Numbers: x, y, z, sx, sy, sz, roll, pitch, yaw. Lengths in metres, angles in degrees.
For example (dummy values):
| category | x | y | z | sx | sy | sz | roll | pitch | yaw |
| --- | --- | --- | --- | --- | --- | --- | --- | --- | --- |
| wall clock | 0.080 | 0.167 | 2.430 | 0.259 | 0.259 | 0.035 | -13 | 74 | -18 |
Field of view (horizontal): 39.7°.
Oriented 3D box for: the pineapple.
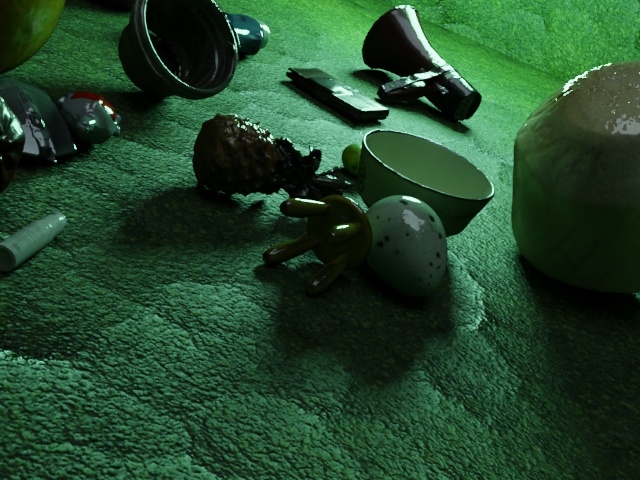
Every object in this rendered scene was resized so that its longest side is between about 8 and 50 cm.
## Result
| category | x | y | z | sx | sy | sz | roll | pitch | yaw |
| --- | --- | --- | --- | --- | --- | --- | --- | --- | --- |
| pineapple | -0.073 | -0.115 | 1.399 | 0.248 | 0.128 | 0.128 | 15 | 25 | -25 |

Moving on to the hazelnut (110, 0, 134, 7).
| category | x | y | z | sx | sy | sz | roll | pitch | yaw |
| --- | --- | --- | --- | --- | --- | --- | --- | --- | --- |
| hazelnut | -0.447 | -0.635 | 2.080 | 0.214 | 0.176 | 0.214 | 19 | -4 | 1 |

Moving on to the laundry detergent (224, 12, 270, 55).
| category | x | y | z | sx | sy | sz | roll | pitch | yaw |
| --- | --- | --- | --- | --- | --- | --- | --- | --- | --- |
| laundry detergent | -0.217 | -0.483 | 2.046 | 0.143 | 0.094 | 0.290 | 32 | 27 | 30 |

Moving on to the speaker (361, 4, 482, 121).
| category | x | y | z | sx | sy | sz | roll | pitch | yaw |
| --- | --- | --- | --- | --- | --- | --- | --- | --- | --- |
| speaker | 0.242 | -0.447 | 2.258 | 0.259 | 0.198 | 0.329 | 14 | 31 | -48 |

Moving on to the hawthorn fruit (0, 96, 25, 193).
| category | x | y | z | sx | sy | sz | roll | pitch | yaw |
| --- | --- | --- | --- | --- | --- | --- | --- | --- | --- |
| hawthorn fruit | -0.464 | -0.130 | 1.074 | 0.194 | 0.157 | 0.157 | 21 | 24 | 16 |

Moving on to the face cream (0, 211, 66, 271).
| category | x | y | z | sx | sy | sz | roll | pitch | yaw |
| --- | --- | --- | --- | --- | --- | --- | --- | --- | --- |
| face cream | -0.339 | -0.003 | 1.048 | 0.034 | 0.034 | 0.130 | 24 | 26 | 4 |

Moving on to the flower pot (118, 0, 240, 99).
| category | x | y | z | sx | sy | sz | roll | pitch | yaw |
| --- | --- | --- | --- | --- | --- | --- | --- | --- | --- |
| flower pot | -0.277 | -0.352 | 1.624 | 0.141 | 0.235 | 0.235 | -15 | -4 | 42 |

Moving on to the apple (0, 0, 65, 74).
| category | x | y | z | sx | sy | sz | roll | pitch | yaw |
| --- | --- | --- | --- | --- | --- | --- | --- | --- | --- |
| apple | -0.571 | -0.416 | 1.313 | 0.384 | 0.374 | 0.374 | 33 | 27 | 17 |

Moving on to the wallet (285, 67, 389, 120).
| category | x | y | z | sx | sy | sz | roll | pitch | yaw |
| --- | --- | --- | --- | --- | --- | --- | --- | --- | --- |
| wallet | 0.038 | -0.336 | 2.020 | 0.230 | 0.042 | 0.124 | 38 | 26 | 26 |

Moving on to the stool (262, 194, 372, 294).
| category | x | y | z | sx | sy | sz | roll | pitch | yaw |
| --- | --- | --- | --- | --- | --- | --- | --- | --- | --- |
| stool | 0.000 | 0.000 | 1.230 | 0.134 | 0.135 | 0.110 | -16 | 2 | 39 |

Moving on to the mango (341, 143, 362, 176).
| category | x | y | z | sx | sy | sz | roll | pitch | yaw |
| --- | --- | --- | --- | --- | --- | --- | --- | --- | --- |
| mango | 0.075 | -0.152 | 1.665 | 0.073 | 0.056 | 0.108 | 26 | 13 | 1 |

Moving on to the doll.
| category | x | y | z | sx | sy | sz | roll | pitch | yaw |
| --- | --- | --- | --- | --- | --- | --- | --- | --- | --- |
| doll | -0.356 | -0.194 | 1.371 | 0.102 | 0.075 | 0.227 | 24 | 13 | -18 |

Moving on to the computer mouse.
| category | x | y | z | sx | sy | sz | roll | pitch | yaw |
| --- | --- | --- | --- | --- | --- | --- | --- | --- | --- |
| computer mouse | -0.436 | -0.183 | 1.290 | 0.126 | 0.071 | 0.231 | -1 | 34 | -40 |

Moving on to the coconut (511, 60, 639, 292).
| category | x | y | z | sx | sy | sz | roll | pitch | yaw |
| --- | --- | --- | --- | --- | --- | --- | --- | --- | --- |
| coconut | 0.522 | -0.097 | 1.561 | 0.415 | 0.415 | 0.345 | -4 | 30 | -43 |

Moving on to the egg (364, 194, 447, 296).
| category | x | y | z | sx | sy | sz | roll | pitch | yaw |
| --- | --- | --- | --- | --- | --- | --- | --- | --- | --- |
| egg | 0.122 | 0.012 | 1.301 | 0.131 | 0.131 | 0.164 | 6 | 52 | -30 |

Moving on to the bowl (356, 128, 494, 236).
| category | x | y | z | sx | sy | sz | roll | pitch | yaw |
| --- | --- | --- | --- | --- | --- | --- | --- | --- | --- |
| bowl | 0.161 | -0.079 | 1.499 | 0.238 | 0.126 | 0.237 | 18 | 24 | -9 |
